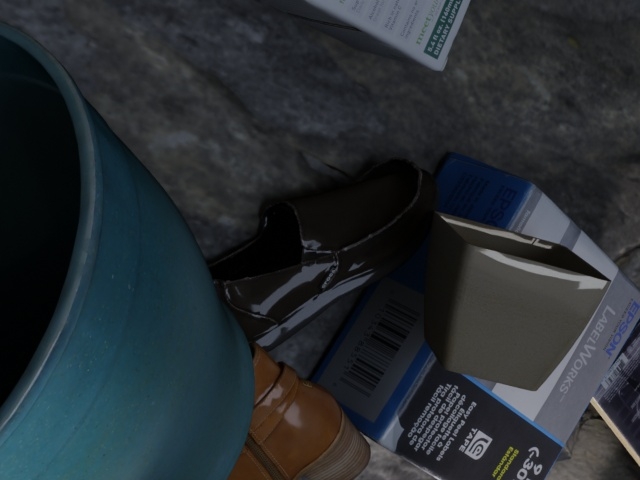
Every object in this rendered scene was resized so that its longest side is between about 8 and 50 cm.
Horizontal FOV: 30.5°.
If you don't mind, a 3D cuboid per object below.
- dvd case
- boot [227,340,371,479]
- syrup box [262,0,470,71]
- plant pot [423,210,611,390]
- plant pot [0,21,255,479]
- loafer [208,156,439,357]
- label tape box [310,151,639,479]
[{"bbox_3d":[0.385,0.172,1.262,0.164,0.018,0.221,-48,114,-18],"label":"dvd case"},{"bbox_3d":[-0.075,0.165,0.862,0.197,0.073,0.152,-41,128,3],"label":"boot"},{"bbox_3d":[-0.006,-0.200,0.778,0.237,0.096,0.093,19,94,-44],"label":"syrup box"},{"bbox_3d":[0.130,0.047,0.852,0.109,0.109,0.096,14,101,-10],"label":"plant pot"},{"bbox_3d":[-0.169,0.061,0.645,0.271,0.272,0.255,-57,146,-8],"label":"plant pot"},{"bbox_3d":[0.000,0.000,0.870,0.220,0.080,0.078,-39,128,-22],"label":"loafer"},{"bbox_3d":[0.174,0.112,1.043,0.334,0.106,0.240,37,83,-42],"label":"label tape box"}]
